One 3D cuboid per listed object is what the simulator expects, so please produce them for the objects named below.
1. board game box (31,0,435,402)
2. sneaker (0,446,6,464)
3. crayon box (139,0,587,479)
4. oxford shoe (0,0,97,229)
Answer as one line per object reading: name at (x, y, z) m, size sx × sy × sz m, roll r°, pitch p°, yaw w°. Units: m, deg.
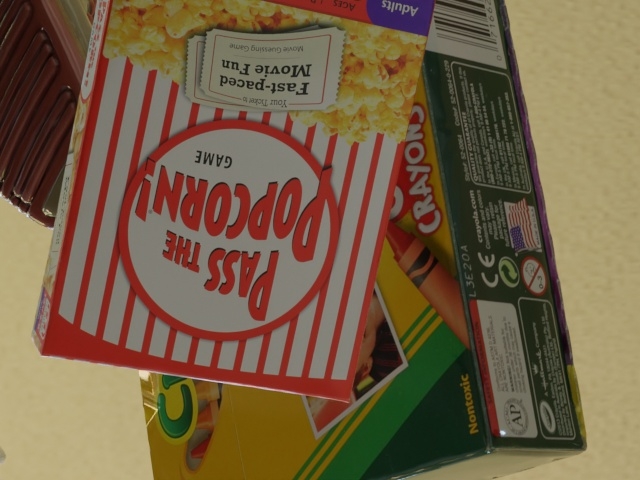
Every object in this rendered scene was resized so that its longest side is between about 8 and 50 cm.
board game box at (-0.040, -0.033, 0.834) m, size 0.045 × 0.146 × 0.193 m, roll -147°, pitch -112°, yaw -72°
sneaker at (-0.339, 0.188, 1.559) m, size 0.094 × 0.212 × 0.080 m, roll -42°, pitch -109°, yaw -2°
crayon box at (0.000, 0.000, 1.240) m, size 0.313 × 0.106 × 0.363 m, roll -24°, pitch -112°, yaw 42°
oxford shoe at (-0.169, -0.143, 1.105) m, size 0.123 × 0.130 × 0.348 m, roll -52°, pitch -128°, yaw 32°
